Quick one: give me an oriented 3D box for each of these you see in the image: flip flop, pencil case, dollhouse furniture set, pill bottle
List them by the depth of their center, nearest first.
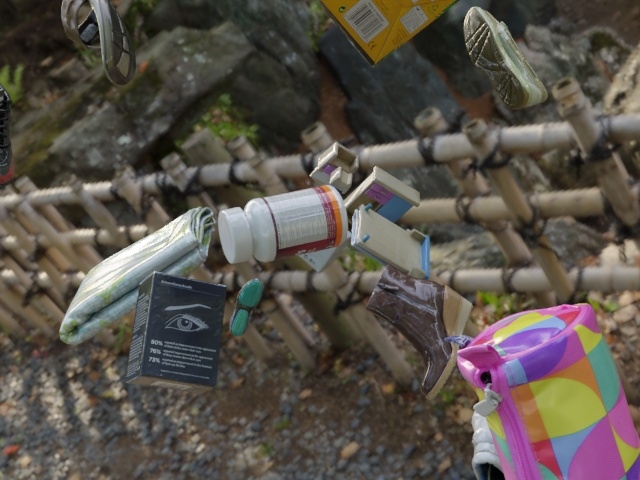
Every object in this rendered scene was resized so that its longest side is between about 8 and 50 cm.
[{"bbox_3d":[0.166,0.157,0.594,0.104,0.236,0.104,-23,6,3],"label":"pencil case"},{"bbox_3d":[-0.348,-0.339,1.322,0.080,0.277,0.112,-26,-17,-1],"label":"flip flop"},{"bbox_3d":[-0.070,-0.027,1.657,0.221,0.121,0.121,-12,20,-20],"label":"pill bottle"},{"bbox_3d":[0.083,-0.011,2.087,0.198,0.286,0.303,-44,27,36],"label":"dollhouse furniture set"}]

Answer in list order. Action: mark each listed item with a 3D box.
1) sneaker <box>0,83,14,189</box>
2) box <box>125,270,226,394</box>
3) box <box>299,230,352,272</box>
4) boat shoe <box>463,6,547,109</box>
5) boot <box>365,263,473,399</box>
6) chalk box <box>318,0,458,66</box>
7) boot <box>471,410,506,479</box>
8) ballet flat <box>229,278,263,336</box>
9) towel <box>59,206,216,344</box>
[{"bbox_3d":[-0.702,-0.247,1.882,0.098,0.276,0.135,-8,-15,-39],"label":"sneaker"},{"bbox_3d":[-0.278,0.180,1.726,0.108,0.153,0.207,-31,49,58],"label":"box"},{"bbox_3d":[0.000,0.000,2.072,0.102,0.101,0.087,-54,-11,23],"label":"box"},{"bbox_3d":[0.234,-0.234,1.136,0.048,0.153,0.056,-14,-27,-29],"label":"boat shoe"},{"bbox_3d":[0.185,0.185,1.830,0.090,0.207,0.248,110,-177,-61],"label":"boot"},{"bbox_3d":[0.039,-0.325,0.984,0.132,0.132,0.213,-36,53,12],"label":"chalk box"},{"bbox_3d":[0.318,0.403,1.531,0.095,0.258,0.123,-13,40,30],"label":"boot"},{"bbox_3d":[-0.135,0.115,1.601,0.114,0.041,0.041,-67,24,12],"label":"ballet flat"},{"bbox_3d":[-0.409,0.065,2.023,0.374,0.090,0.320,-33,13,6],"label":"towel"}]
